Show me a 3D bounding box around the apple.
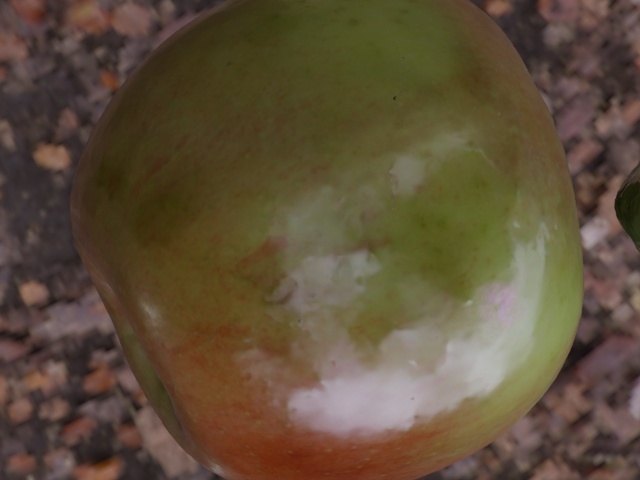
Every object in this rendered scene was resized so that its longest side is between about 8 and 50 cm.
[{"bbox_3d":[0.000,0.000,1.153,0.277,0.319,0.319,-16,133,-12],"label":"apple"}]

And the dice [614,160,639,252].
[{"bbox_3d":[0.297,-0.003,0.859,0.250,0.252,0.254,-41,178,6],"label":"dice"}]
